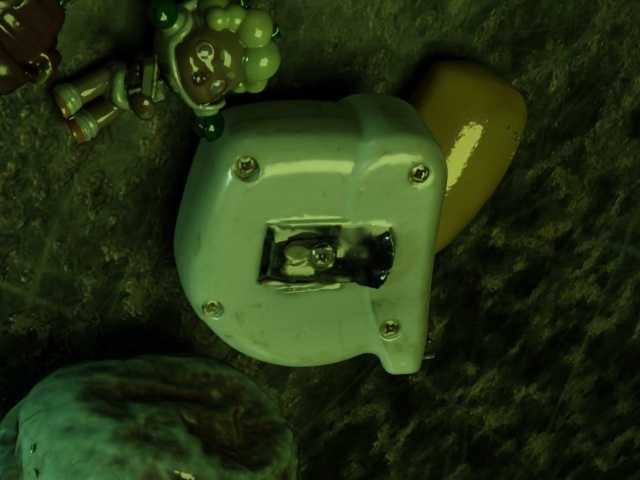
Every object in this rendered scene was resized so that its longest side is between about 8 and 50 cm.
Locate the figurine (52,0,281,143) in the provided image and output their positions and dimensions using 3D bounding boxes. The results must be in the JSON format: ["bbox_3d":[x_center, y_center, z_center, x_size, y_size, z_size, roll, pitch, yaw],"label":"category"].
[{"bbox_3d":[-0.124,-0.141,1.448,0.197,0.093,0.147,-33,127,-15],"label":"figurine"}]

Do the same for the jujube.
[{"bbox_3d":[-0.158,0.225,1.605,0.308,0.246,0.215,10,127,-32],"label":"jujube"}]

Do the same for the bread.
[{"bbox_3d":[0.121,-0.073,1.716,0.147,0.098,0.217,19,107,-44],"label":"bread"}]

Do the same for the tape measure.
[{"bbox_3d":[0.000,0.000,1.595,0.265,0.130,0.258,-4,123,-15],"label":"tape measure"}]

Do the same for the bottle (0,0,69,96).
[{"bbox_3d":[-0.274,-0.145,1.279,0.271,0.143,0.156,-44,140,-5],"label":"bottle"}]
